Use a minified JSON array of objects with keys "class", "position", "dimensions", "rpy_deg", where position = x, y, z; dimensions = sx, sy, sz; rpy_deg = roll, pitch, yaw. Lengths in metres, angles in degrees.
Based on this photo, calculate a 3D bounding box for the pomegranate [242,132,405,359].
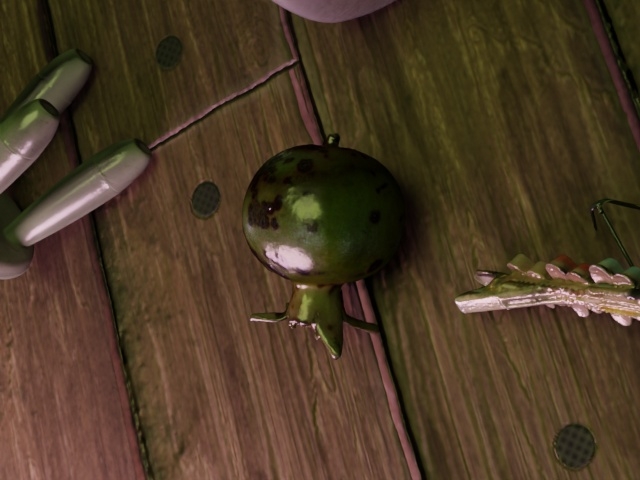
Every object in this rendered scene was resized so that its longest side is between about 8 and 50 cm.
[{"class":"pomegranate","position":[0.002,-0.004,1.269],"dimensions":[0.148,0.148,0.169],"rpy_deg":[26,126,35]}]

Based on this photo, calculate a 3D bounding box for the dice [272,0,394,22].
[{"class":"dice","position":[0.011,-0.319,1.275],"dimensions":[0.194,0.193,0.192],"rpy_deg":[-34,69,25]}]

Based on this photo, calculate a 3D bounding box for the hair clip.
[{"class":"hair clip","position":[0.193,0.038,1.144],"dimensions":[0.214,0.062,0.056],"rpy_deg":[-3,39,52]}]

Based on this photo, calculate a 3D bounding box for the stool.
[{"class":"stool","position":[-0.316,-0.095,1.457],"dimensions":[0.199,0.195,0.195],"rpy_deg":[-47,59,15]}]

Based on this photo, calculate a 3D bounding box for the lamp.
[{"class":"lamp","position":[0.247,0.027,1.134],"dimensions":[0.041,0.054,0.121],"rpy_deg":[-31,65,25]}]
